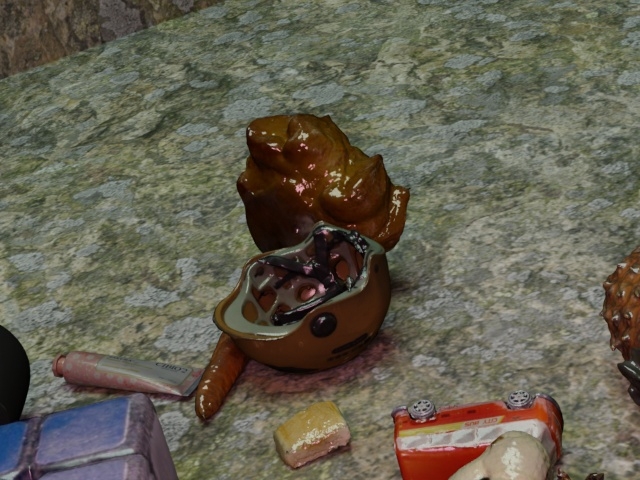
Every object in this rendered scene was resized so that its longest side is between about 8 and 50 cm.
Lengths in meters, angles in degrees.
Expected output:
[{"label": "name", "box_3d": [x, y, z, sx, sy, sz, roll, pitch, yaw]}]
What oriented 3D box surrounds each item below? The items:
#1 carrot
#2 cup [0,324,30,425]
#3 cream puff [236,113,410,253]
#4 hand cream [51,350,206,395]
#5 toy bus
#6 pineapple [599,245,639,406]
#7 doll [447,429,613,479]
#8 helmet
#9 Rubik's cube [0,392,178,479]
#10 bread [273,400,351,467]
[{"label": "carrot", "box_3d": [-0.117, 0.153, 1.760, 0.057, 0.057, 0.224, -4, 30, 21]}, {"label": "cup", "box_3d": [-0.452, 0.208, 1.707, 0.223, 0.169, 0.176, -45, 27, 15]}, {"label": "cream puff", "box_3d": [-0.003, -0.043, 1.884, 0.241, 0.269, 0.155, 35, 58, 19]}, {"label": "hand cream", "box_3d": [-0.244, 0.169, 1.798, 0.209, 0.043, 0.067, 4, 24, 23]}, {"label": "toy bus", "box_3d": [0.160, 0.208, 1.449, 0.174, 0.079, 0.077, -7, 33, 13]}, {"label": "pineapple", "box_3d": [0.385, 0.126, 1.447, 0.170, 0.141, 0.310, 10, 31, -7]}, {"label": "doll", "box_3d": [0.228, 0.254, 1.248, 0.278, 0.149, 0.175, 9, -3, 17]}, {"label": "helmet", "box_3d": [-0.007, 0.087, 1.738, 0.224, 0.130, 0.198, -36, 28, -14]}, {"label": "Rubik's cube", "box_3d": [-0.240, 0.359, 0.995, 0.337, 0.344, 0.344, -12, 25, 3]}, {"label": "bread", "box_3d": [-0.010, 0.215, 1.572, 0.083, 0.035, 0.070, -26, 25, -10]}]
